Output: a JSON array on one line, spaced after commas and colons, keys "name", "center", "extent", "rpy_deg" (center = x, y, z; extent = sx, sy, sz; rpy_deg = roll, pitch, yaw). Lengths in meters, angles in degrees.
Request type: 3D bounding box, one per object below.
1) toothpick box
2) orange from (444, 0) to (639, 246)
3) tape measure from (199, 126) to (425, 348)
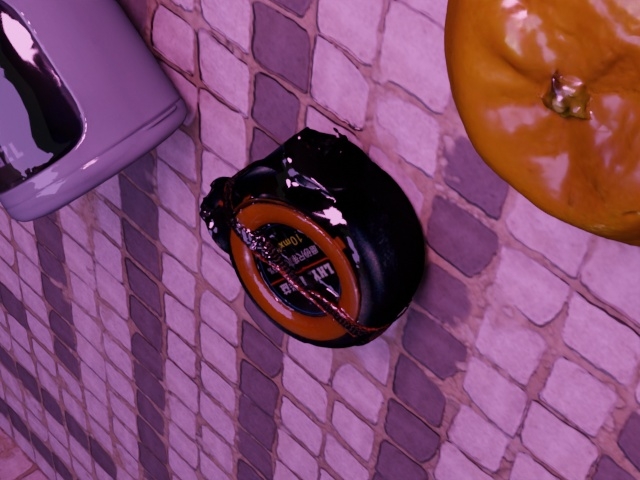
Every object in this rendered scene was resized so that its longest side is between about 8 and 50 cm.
[{"name": "toothpick box", "center": [-0.330, -0.229, 1.214], "extent": [0.263, 0.263, 0.354], "rpy_deg": [-11, 115, 56]}, {"name": "orange", "center": [0.196, -0.127, 0.617], "extent": [0.279, 0.235, 0.279], "rpy_deg": [39, 142, 39]}, {"name": "tape measure", "center": [0.000, 0.000, 1.095], "extent": [0.202, 0.135, 0.222], "rpy_deg": [-29, 97, 48]}]
